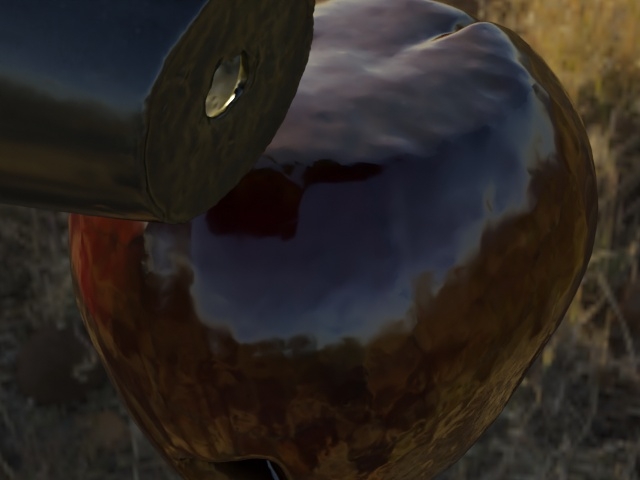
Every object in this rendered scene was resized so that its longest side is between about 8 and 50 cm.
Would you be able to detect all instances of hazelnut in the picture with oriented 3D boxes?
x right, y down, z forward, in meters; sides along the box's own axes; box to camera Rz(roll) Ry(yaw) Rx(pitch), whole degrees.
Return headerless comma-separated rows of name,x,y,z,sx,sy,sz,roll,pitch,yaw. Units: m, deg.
hazelnut,0.000,0.000,1.394,0.402,0.402,0.429,18,43,20

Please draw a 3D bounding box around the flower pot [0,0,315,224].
flower pot,-0.110,-0.113,0.986,0.166,0.269,0.269,24,49,21
